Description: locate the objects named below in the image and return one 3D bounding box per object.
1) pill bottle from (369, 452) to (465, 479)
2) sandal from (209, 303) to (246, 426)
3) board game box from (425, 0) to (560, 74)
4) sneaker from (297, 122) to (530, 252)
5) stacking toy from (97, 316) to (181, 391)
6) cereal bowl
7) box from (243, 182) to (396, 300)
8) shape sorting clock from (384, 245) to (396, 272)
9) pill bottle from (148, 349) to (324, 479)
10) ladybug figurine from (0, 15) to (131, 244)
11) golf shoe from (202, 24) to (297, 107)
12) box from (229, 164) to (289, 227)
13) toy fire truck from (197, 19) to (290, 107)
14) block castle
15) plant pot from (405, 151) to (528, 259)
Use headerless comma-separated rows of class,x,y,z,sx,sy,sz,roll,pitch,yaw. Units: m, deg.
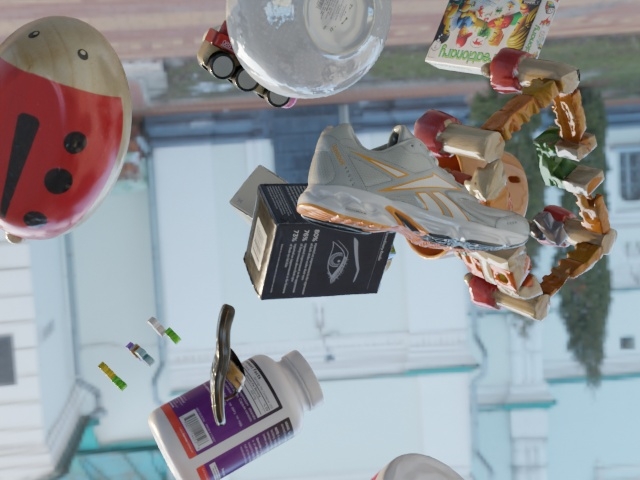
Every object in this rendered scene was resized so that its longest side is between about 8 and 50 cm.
pill bottle,0.063,0.431,1.234,0.176,0.176,0.318,-9,145,-52
sandal,-0.153,0.214,1.627,0.060,0.219,0.090,5,-171,-11
board game box,0.363,-0.452,2.047,0.053,0.193,0.305,20,-177,-33
sneaker,0.111,-0.058,1.024,0.262,0.121,0.099,12,172,-18
stacking toy,-0.391,0.252,2.089,0.167,0.052,0.221,-44,-162,-15
cereal bowl,0.001,-0.429,1.795,0.339,0.339,0.141,-6,-163,-31
box,0.000,0.000,1.496,0.207,0.153,0.108,-1,-142,-22
shape sorting clock,0.096,-0.020,2.088,0.040,0.206,0.206,-23,173,34
pill bottle,-0.161,0.345,1.883,0.323,0.181,0.181,-27,-169,-17
ladybug figurine,-0.519,-0.189,1.770,0.305,0.449,0.162,18,-162,1
golf shoe,-0.176,-0.451,2.450,0.140,0.115,0.306,18,162,49
box,-0.088,-0.046,2.104,0.094,0.113,0.275,34,172,28
toy fire truck,-0.128,-0.445,2.074,0.217,0.246,0.158,24,-170,-26
block castle,0.357,-0.097,1.794,0.303,0.453,0.213,-40,-144,-23
plant pot,0.329,-0.102,2.168,0.203,0.291,0.291,-1,-177,-26
